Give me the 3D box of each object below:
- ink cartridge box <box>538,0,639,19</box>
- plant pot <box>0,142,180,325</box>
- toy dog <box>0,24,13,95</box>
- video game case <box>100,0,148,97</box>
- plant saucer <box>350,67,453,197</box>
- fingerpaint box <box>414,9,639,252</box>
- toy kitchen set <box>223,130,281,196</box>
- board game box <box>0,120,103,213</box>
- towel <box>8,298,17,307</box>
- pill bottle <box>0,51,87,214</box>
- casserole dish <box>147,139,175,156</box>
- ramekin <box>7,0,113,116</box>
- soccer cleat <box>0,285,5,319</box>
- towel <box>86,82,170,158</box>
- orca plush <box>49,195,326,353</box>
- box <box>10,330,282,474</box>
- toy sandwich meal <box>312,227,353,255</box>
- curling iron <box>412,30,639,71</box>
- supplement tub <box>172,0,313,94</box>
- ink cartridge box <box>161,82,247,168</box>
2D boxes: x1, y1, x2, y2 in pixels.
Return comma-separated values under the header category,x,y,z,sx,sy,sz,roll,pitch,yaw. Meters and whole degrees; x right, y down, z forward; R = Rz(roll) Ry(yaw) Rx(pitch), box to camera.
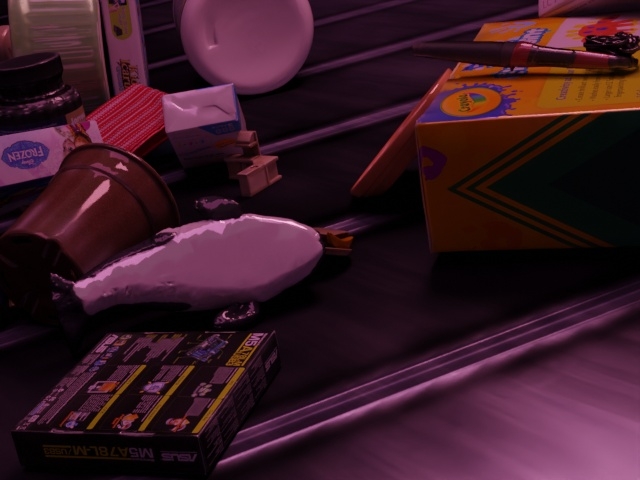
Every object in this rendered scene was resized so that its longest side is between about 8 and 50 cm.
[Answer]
category,x,y,z,sx,sy,sz,roll,pitch,yaw
ink cartridge box,0.471,-0.309,1.593,0.311,0.065,0.186,17,-21,-30
plant pot,-0.271,0.000,1.325,0.167,0.167,0.165,1,31,27
toy dog,-0.685,-0.277,2.255,0.220,0.161,0.334,16,48,43
video game case,-0.354,-0.370,2.142,0.061,0.244,0.269,-6,21,-6
plant saucer,0.112,-0.128,1.483,0.200,0.037,0.200,-51,1,2
fingerpaint box,0.342,-0.143,1.379,0.371,0.163,0.445,-2,23,18
toy kitchen set,-0.112,-0.107,1.623,0.083,0.068,0.075,5,27,35
board game box,-0.480,-0.051,1.444,0.318,0.065,0.319,-19,0,39
towel,-0.343,0.057,1.402,0.060,0.009,0.083,-16,23,-12
pill bottle,-0.381,-0.143,1.630,0.123,0.219,0.123,-9,22,4
casserole dish,-0.219,-0.182,1.900,0.188,0.037,0.114,-20,23,-20
ramekin,-0.455,-0.350,2.086,0.148,0.303,0.303,-5,21,-7
soccer cleat,-0.471,0.028,1.380,0.289,0.121,0.093,9,29,41
towel,-0.318,-0.180,1.874,0.199,0.031,0.275,-38,30,-17
orca plush,-0.137,0.054,1.265,0.287,0.102,0.151,-27,71,-15
box,-0.152,0.141,1.065,0.184,0.045,0.190,0,23,18
toy sandwich meal,0.000,0.000,1.329,0.086,0.029,0.085,5,0,0
curling iron,0.230,-0.210,1.326,0.274,0.035,0.068,4,22,29
supplement tub,-0.150,-0.413,2.170,0.236,0.235,0.325,-13,22,-6
ink cartridge box,-0.162,-0.158,1.714,0.104,0.061,0.181,-10,-17,1
